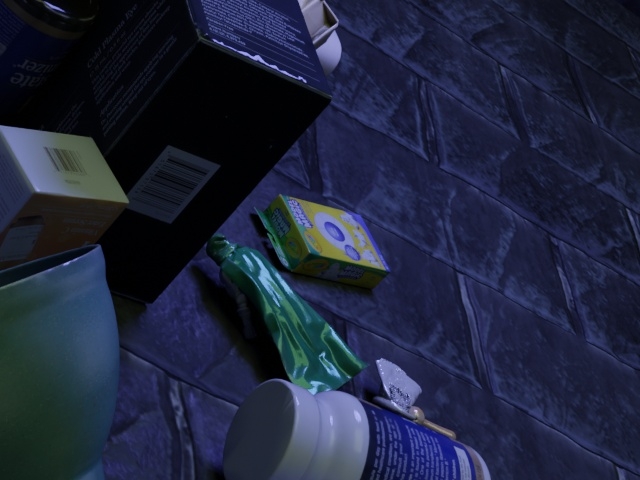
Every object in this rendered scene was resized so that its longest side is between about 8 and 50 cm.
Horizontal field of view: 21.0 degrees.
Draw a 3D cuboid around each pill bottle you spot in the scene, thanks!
[{"bbox_3d":[0.038,0.246,1.798,0.265,0.153,0.153,26,32,-32],"label":"pill bottle"},{"bbox_3d":[-0.344,-0.202,1.835,0.123,0.219,0.122,32,30,-21],"label":"pill bottle"}]

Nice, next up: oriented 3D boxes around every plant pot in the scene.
[{"bbox_3d":[-0.287,0.141,1.412,0.293,0.293,0.196,-29,101,-62],"label":"plant pot"}]

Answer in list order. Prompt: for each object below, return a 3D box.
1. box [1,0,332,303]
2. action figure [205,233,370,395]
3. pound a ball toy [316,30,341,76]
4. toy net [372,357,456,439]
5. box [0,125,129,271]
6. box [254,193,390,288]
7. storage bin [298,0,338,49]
[{"bbox_3d":[-0.184,-0.169,1.870,0.179,0.343,0.312,21,36,-36],"label":"box"},{"bbox_3d":[-0.054,0.084,1.998,0.232,0.063,0.137,52,30,7],"label":"action figure"},{"bbox_3d":[-0.135,-0.345,2.411,0.319,0.136,0.208,20,36,-40],"label":"pound a ball toy"},{"bbox_3d":[0.114,0.242,2.030,0.122,0.045,0.232,-2,51,-52],"label":"toy net"},{"bbox_3d":[-0.297,-0.019,1.695,0.130,0.170,0.091,4,46,-52],"label":"box"},{"bbox_3d":[0.000,0.000,2.213,0.179,0.043,0.105,11,41,-44],"label":"box"},{"bbox_3d":[-0.158,-0.283,2.178,0.260,0.123,0.262,47,59,4],"label":"storage bin"}]
